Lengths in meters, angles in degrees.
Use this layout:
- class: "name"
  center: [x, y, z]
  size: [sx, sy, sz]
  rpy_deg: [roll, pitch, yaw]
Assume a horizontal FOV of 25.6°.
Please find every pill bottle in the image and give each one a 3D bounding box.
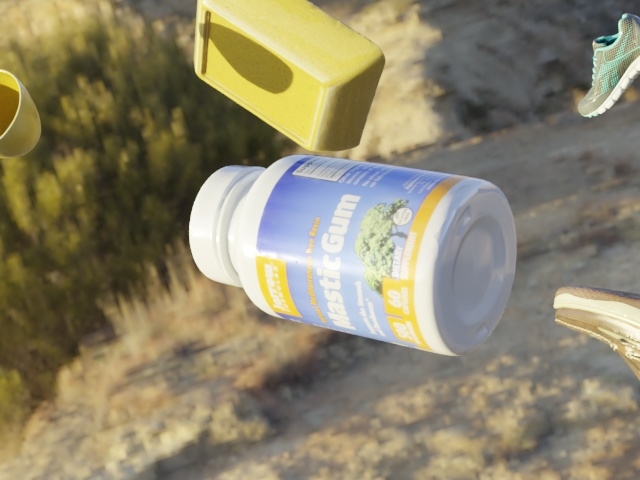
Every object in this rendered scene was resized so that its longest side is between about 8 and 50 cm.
- class: "pill bottle"
  center: [0.022, 0.005, 1.243]
  size: [0.272, 0.152, 0.152]
  rpy_deg: [10, 22, 34]

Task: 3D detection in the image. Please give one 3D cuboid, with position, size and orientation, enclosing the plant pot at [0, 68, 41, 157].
- class: "plant pot"
  center: [-0.476, -0.177, 2.120]
  size: [0.134, 0.134, 0.095]
  rpy_deg: [-14, -27, 23]

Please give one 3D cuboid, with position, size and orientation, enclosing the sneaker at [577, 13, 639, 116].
- class: "sneaker"
  center: [0.388, -0.237, 1.879]
  size: [0.166, 0.076, 0.065]
  rpy_deg: [-52, 3, 36]

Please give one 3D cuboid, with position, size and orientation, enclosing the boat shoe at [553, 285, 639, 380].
- class: "boat shoe"
  center: [0.303, 0.101, 1.260]
  size: [0.095, 0.095, 0.257]
  rpy_deg: [8, 2, -34]

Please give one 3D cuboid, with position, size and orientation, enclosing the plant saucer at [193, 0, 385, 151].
- class: "plant saucer"
  center: [-0.076, -0.278, 2.212]
  size: [0.081, 0.333, 0.333]
  rpy_deg: [-53, -8, -22]
